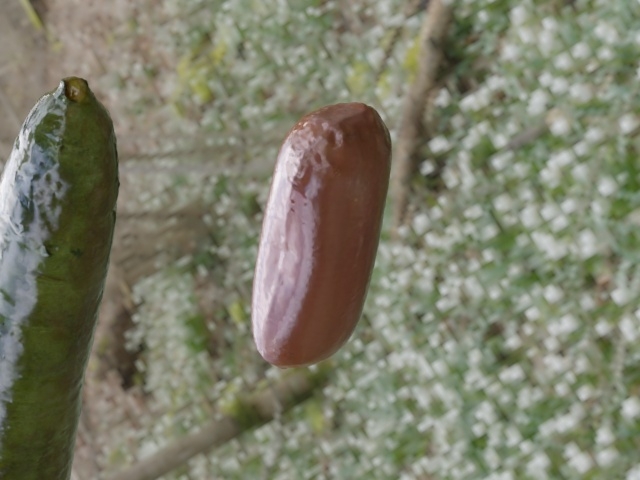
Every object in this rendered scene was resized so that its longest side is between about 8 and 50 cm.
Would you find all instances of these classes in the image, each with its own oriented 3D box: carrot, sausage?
[{"bbox_3d":[-0.141,0.068,0.772,0.074,0.074,0.358,52,142,34],"label":"carrot"},{"bbox_3d":[0.000,0.000,1.004,0.077,0.077,0.194,50,143,40],"label":"sausage"}]
